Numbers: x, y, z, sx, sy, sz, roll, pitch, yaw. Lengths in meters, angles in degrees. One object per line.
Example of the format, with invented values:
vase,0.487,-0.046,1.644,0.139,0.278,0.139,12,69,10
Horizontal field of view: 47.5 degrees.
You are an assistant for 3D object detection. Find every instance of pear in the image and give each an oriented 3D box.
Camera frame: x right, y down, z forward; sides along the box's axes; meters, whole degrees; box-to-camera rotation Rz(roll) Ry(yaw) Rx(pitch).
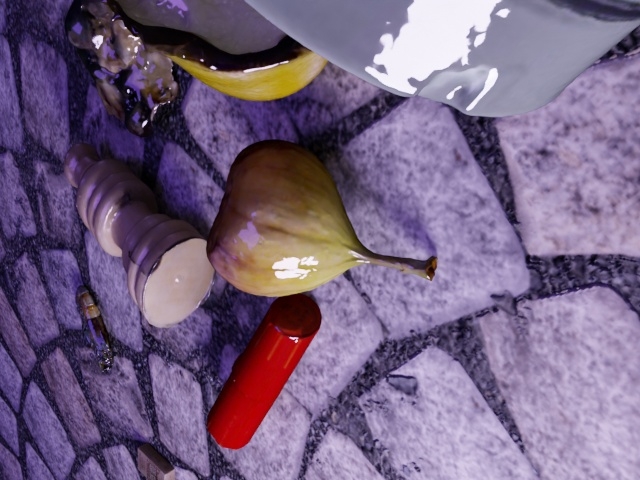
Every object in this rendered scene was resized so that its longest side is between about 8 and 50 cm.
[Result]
pear,-0.064,-0.218,0.683,0.267,0.267,0.178,46,165,24

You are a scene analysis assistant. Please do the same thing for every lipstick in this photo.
lipstick,-0.077,0.171,0.919,0.073,0.073,0.279,49,135,21

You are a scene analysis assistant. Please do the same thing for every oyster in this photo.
oyster,-0.254,-0.311,0.899,0.221,0.096,0.361,36,131,23

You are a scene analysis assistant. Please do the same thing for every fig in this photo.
fig,-0.013,-0.006,0.723,0.231,0.143,0.160,25,92,39

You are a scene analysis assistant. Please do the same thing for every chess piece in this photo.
chess piece,-0.277,-0.029,1.027,0.307,0.124,0.138,43,165,32

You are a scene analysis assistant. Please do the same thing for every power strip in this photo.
power strip,0.065,-0.255,0.404,0.357,0.357,0.161,57,136,13

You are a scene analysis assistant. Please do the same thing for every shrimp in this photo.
shrimp,-0.398,0.158,1.286,0.161,0.034,0.091,67,151,12

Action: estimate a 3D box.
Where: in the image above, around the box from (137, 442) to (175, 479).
box,-0.286,0.397,1.265,0.083,0.024,0.053,29,125,38
